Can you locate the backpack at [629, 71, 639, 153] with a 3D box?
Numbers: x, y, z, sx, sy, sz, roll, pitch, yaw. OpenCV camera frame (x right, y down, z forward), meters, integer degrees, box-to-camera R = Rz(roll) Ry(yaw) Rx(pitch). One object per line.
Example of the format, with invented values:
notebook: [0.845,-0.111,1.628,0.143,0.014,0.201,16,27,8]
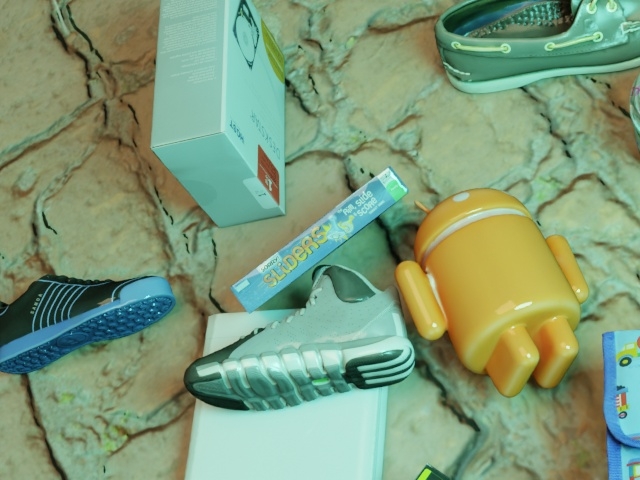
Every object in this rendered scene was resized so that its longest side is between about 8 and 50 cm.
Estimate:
backpack: [0.393,-0.128,1.092,0.182,0.115,0.152,6,64,21]

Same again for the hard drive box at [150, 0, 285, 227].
hard drive box: [-0.111,-0.161,1.285,0.089,0.181,0.232,-10,60,16]

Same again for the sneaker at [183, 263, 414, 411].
sneaker: [-0.023,0.090,1.130,0.228,0.086,0.132,-8,54,7]

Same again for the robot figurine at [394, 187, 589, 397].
robot figurine: [0.166,0.040,1.088,0.158,0.128,0.219,-31,55,13]

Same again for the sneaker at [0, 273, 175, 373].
sneaker: [-0.277,0.072,1.286,0.232,0.081,0.090,-21,64,13]

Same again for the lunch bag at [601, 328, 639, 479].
lunch bag: [0.343,0.172,0.886,0.221,0.138,0.293,-10,47,19]

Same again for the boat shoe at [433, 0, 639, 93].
boat shoe: [0.274,-0.241,1.220,0.305,0.091,0.109,-13,59,16]

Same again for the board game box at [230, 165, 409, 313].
board game box: [0.000,0.000,1.180,0.201,0.136,0.035,-37,89,0]

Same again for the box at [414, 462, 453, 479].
box: [0.111,0.317,0.957,0.184,0.045,0.191,31,62,18]

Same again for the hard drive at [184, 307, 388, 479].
hard drive: [-0.037,0.216,1.132,0.203,0.040,0.308,-5,61,20]
